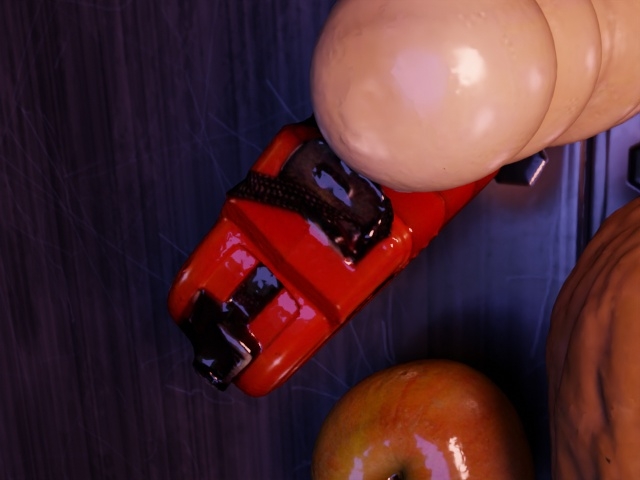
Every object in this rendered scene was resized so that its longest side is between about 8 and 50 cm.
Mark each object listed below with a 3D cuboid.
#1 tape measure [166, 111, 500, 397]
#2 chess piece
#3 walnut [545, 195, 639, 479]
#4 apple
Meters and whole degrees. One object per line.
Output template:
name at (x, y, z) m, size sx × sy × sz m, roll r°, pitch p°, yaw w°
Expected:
tape measure at (0.000, 0.000, 0.692) m, size 0.114 × 0.253 × 0.260 m, roll 47°, pitch 124°, yaw 5°
chess piece at (0.106, -0.108, 0.565) m, size 0.167 × 0.300 × 0.167 m, roll 11°, pitch 113°, yaw 27°
walnut at (0.281, 0.099, 0.544) m, size 0.306 × 0.306 × 0.344 m, roll -3°, pitch 108°, yaw 32°
apple at (0.082, 0.180, 0.771) m, size 0.182 × 0.155 × 0.182 m, roll 1°, pitch 93°, yaw 30°
